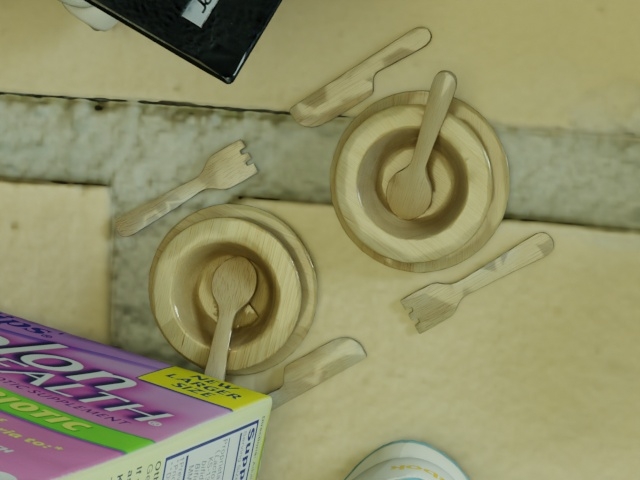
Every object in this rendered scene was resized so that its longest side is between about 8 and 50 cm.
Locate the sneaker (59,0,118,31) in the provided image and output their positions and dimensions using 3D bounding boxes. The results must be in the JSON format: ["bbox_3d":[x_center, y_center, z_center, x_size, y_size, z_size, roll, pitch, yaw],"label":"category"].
[{"bbox_3d":[-0.085,-0.158,0.696,0.232,0.090,0.115,0,112,11],"label":"sneaker"}]

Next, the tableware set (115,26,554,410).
[{"bbox_3d":[0.000,0.000,0.708,0.194,0.039,0.128,-31,89,12],"label":"tableware set"}]

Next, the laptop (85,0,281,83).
[{"bbox_3d":[-0.116,-0.189,0.632,0.264,0.136,0.234,1,52,41],"label":"laptop"}]

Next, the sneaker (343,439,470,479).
[{"bbox_3d":[-0.011,0.200,0.703,0.087,0.092,0.228,32,101,5],"label":"sneaker"}]

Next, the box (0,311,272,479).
[{"bbox_3d":[-0.173,0.110,0.628,0.213,0.243,0.117,15,99,22],"label":"box"}]
